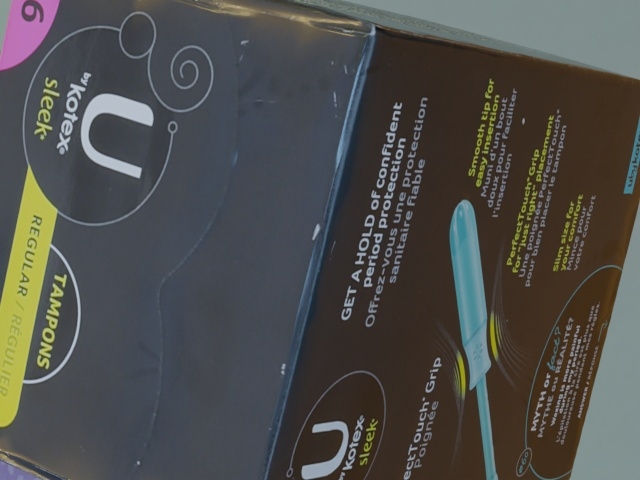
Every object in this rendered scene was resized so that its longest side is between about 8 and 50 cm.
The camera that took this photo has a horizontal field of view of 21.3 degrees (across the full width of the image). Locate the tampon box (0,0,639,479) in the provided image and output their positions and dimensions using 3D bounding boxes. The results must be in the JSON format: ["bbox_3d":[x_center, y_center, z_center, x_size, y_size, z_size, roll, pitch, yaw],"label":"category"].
[{"bbox_3d":[0.000,0.000,0.434,0.161,0.101,0.120,0,-75,-57],"label":"tampon box"}]

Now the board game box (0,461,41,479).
[{"bbox_3d":[-0.216,0.055,0.592,0.318,0.319,0.066,18,-95,-53],"label":"board game box"}]
